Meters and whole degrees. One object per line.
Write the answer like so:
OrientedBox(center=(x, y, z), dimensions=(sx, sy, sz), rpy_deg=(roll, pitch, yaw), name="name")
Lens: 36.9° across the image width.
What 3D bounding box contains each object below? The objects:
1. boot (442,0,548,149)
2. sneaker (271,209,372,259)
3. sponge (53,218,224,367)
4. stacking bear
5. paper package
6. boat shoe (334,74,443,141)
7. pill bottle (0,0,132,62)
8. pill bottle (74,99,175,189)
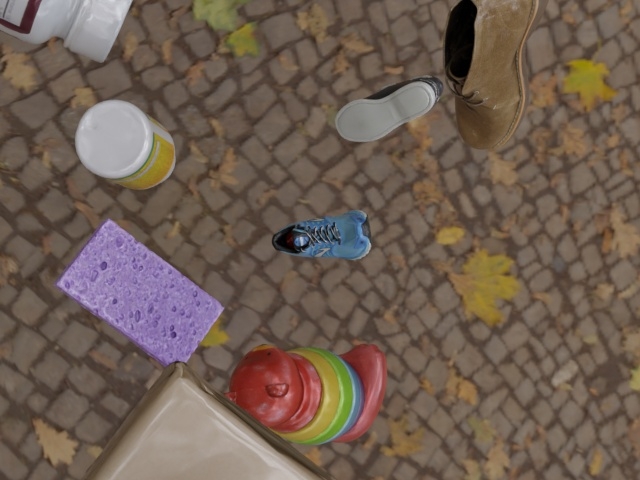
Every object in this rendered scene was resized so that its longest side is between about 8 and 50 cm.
OrientedBox(center=(0.185, -0.202, 1.151), dimensions=(0.115, 0.112, 0.305), rpy_deg=(-41, 154, -22), name="boot")
OrientedBox(center=(0.000, 0.000, 1.235), dimensions=(0.073, 0.162, 0.063), rpy_deg=(-8, 88, -43), name="sneaker")
OrientedBox(center=(-0.248, 0.077, 1.327), dimensions=(0.210, 0.031, 0.117), rpy_deg=(40, 68, -17), name="sponge")
OrientedBox(center=(-0.035, 0.231, 1.477), dimensions=(0.289, 0.175, 0.164), rpy_deg=(21, 65, -59), name="stacking bear")
OrientedBox(center=(-0.135, 0.349, 1.049), dimensions=(0.309, 0.168, 0.325), rpy_deg=(38, 82, -5), name="paper package")
OrientedBox(center=(0.070, -0.137, 0.980), dimensions=(0.038, 0.125, 0.046), rpy_deg=(-40, 104, -48), name="boat shoe")
OrientedBox(center=(-0.471, -0.431, 1.419), dimensions=(0.392, 0.224, 0.224), rpy_deg=(23, 87, -19), name="pill bottle")
OrientedBox(center=(-0.293, -0.142, 1.491), dimensions=(0.118, 0.208, 0.117), rpy_deg=(0, 86, 6), name="pill bottle")
